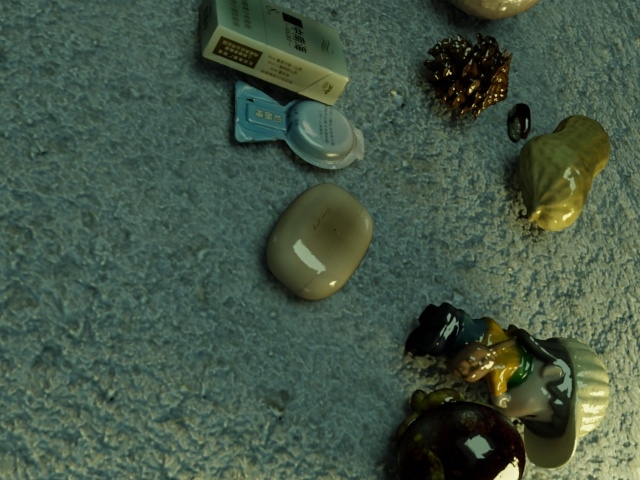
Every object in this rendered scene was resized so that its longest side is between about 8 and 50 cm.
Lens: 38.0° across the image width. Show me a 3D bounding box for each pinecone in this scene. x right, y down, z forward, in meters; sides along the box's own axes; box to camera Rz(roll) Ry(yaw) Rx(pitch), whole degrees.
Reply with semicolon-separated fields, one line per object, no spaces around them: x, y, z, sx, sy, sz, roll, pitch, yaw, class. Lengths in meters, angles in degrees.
0.277;-0.315;1.741;0.174;0.173;0.173;14;61;-27;pinecone

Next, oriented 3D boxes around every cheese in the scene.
-0.032;-0.187;1.541;0.245;0.052;0.135;12;59;-26;cheese

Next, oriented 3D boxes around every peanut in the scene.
0.462;-0.147;1.778;0.159;0.143;0.291;52;48;-14;peanut

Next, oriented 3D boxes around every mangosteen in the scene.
0.196;0.302;1.380;0.192;0.192;0.217;6;41;-30;mangosteen

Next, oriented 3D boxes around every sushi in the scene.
0.402;-0.236;1.844;0.044;0.046;0.083;18;59;-25;sushi

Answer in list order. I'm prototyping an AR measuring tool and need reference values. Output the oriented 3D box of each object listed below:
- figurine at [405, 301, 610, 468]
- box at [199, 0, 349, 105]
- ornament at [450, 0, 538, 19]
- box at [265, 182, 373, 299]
0.318;0.198;1.499;0.332;0.185;0.204;44;75;-8;figurine
-0.077;-0.328;1.542;0.243;0.067;0.155;18;41;-24;box
0.347;-0.572;1.847;0.260;0.225;0.259;-1;102;-5;ornament
0.000;0.000;1.446;0.146;0.088;0.200;41;53;-7;box
